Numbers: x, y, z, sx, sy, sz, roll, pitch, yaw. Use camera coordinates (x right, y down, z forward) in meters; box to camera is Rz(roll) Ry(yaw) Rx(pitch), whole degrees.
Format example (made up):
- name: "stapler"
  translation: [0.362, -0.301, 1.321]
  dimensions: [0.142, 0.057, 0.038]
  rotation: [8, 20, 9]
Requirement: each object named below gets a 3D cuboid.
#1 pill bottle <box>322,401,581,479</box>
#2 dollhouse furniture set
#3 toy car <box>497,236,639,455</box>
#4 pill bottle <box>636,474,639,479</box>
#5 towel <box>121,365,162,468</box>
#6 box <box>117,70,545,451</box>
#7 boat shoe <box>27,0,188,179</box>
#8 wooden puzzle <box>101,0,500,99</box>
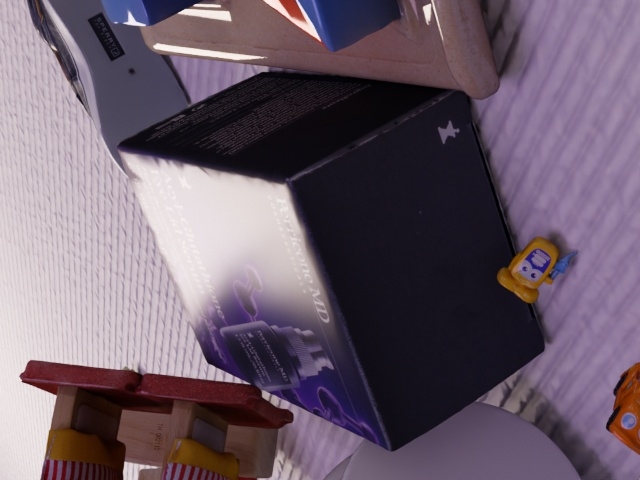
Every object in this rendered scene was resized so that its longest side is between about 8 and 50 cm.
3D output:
- name: "pill bottle"
  translation: [0.055, 0.212, 0.778]
  dimensions: [0.160, 0.160, 0.283]
  rotation: [50, 155, 20]
- name: "dollhouse furniture set"
  translation: [-0.091, 0.211, 0.926]
  dimensions: [0.152, 0.201, 0.374]
  rotation: [6, 168, 12]
- name: "toy car"
  translation: [0.125, 0.045, 0.588]
  dimensions: [0.122, 0.060, 0.040]
  rotation: [44, 120, 18]
- name: "pill bottle"
  translation: [0.198, 0.184, 0.514]
  dimensions: [0.124, 0.124, 0.222]
  rotation: [21, 135, 54]
- name: "towel"
  translation: [-0.163, 0.206, 1.354]
  dimensions: [0.148, 0.027, 0.110]
  rotation: [47, 154, 26]
- name: "box"
  translation: [0.000, 0.000, 0.708]
  dimensions: [0.207, 0.108, 0.153]
  rotation: [14, 129, 59]
- name: "boat shoe"
  translation: [-0.147, -0.121, 0.922]
  dimensions: [0.183, 0.065, 0.083]
  rotation: [67, 164, -10]
- name: "wooden puzzle"
  translation: [-0.076, -0.222, 0.635]
  dimensions: [0.348, 0.080, 0.322]
  rotation: [21, 136, 54]
